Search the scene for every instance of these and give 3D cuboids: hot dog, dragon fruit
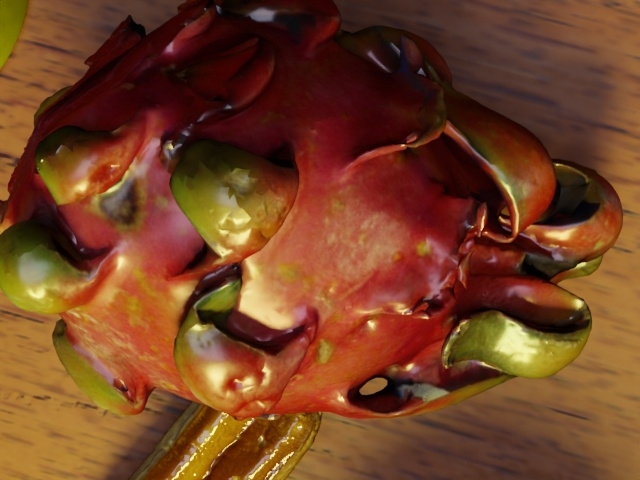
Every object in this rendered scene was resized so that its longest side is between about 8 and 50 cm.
[{"bbox_3d":[-0.068,0.139,0.952,0.071,0.045,0.165,40,100,-2],"label":"hot dog"},{"bbox_3d":[-0.006,-0.014,0.829,0.307,0.227,0.243,-19,123,3],"label":"dragon fruit"}]

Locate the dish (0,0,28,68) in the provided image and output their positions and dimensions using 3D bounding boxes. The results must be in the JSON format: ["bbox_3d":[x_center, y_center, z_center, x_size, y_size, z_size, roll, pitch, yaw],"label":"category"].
[{"bbox_3d":[-0.248,-0.138,0.920,0.149,0.080,0.208,29,98,2],"label":"dish"}]
